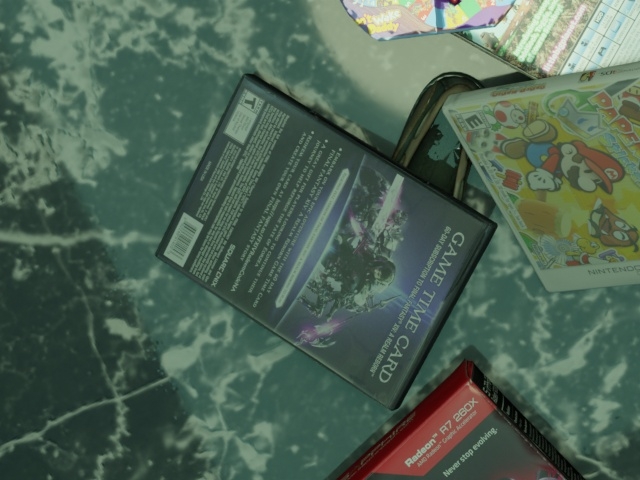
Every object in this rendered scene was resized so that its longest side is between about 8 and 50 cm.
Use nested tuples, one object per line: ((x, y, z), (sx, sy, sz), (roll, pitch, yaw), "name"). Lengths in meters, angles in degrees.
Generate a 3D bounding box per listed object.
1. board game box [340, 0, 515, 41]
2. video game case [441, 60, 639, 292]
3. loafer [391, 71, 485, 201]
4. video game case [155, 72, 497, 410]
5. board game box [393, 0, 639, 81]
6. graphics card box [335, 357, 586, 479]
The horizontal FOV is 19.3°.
((0.089, -0.237, 1.566), (0.168, 0.033, 0.133), (-6, 97, 7), "board game box")
((0.240, -0.049, 1.624), (0.206, 0.026, 0.227), (-7, 128, 38), "video game case")
((0.084, -0.024, 1.709), (0.096, 0.084, 0.267), (18, 98, 2), "loafer")
((0.000, 0.000, 1.700), (0.274, 0.026, 0.196), (32, 106, 17), "video game case")
((0.223, -0.254, 1.640), (0.291, 0.141, 0.232), (30, 98, 1), "board game box")
((0.181, 0.323, 1.739), (0.233, 0.094, 0.371), (-43, 92, 8), "graphics card box")
